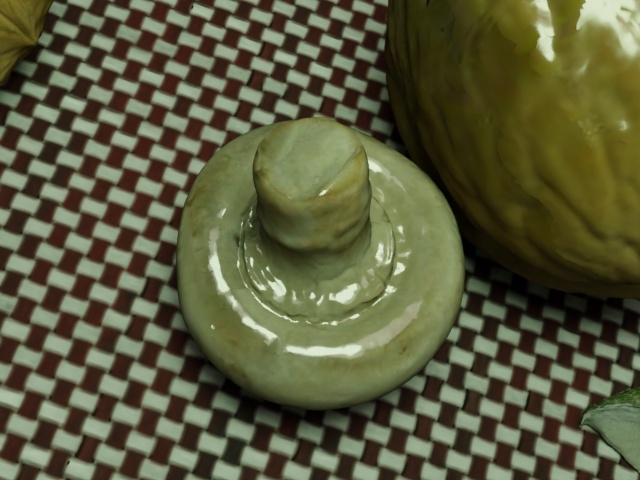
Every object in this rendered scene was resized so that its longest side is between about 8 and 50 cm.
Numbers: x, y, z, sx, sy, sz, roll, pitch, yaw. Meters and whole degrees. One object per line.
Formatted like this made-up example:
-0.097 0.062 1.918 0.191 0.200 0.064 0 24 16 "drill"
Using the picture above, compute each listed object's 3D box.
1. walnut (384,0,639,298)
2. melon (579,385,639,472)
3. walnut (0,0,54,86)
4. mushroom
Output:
0.198 -0.116 0.793 0.333 0.333 0.332 5 64 -10 "walnut"
0.301 0.143 0.820 0.202 0.093 0.139 13 30 25 "melon"
-0.298 -0.197 0.782 0.226 0.193 0.193 38 63 3 "walnut"
0.006 -0.002 0.755 0.206 0.209 0.206 16 37 -12 "mushroom"
